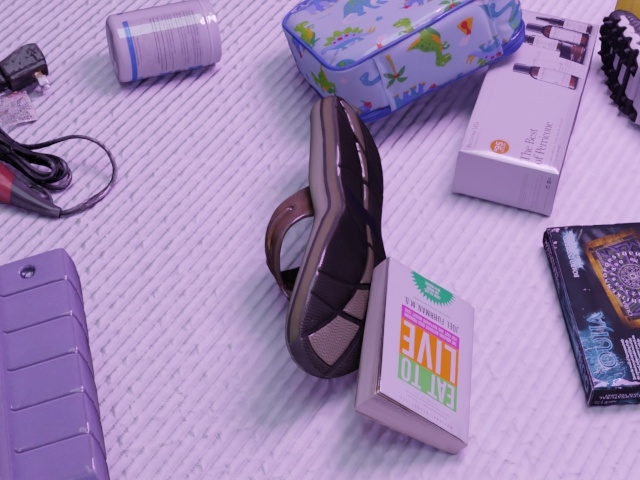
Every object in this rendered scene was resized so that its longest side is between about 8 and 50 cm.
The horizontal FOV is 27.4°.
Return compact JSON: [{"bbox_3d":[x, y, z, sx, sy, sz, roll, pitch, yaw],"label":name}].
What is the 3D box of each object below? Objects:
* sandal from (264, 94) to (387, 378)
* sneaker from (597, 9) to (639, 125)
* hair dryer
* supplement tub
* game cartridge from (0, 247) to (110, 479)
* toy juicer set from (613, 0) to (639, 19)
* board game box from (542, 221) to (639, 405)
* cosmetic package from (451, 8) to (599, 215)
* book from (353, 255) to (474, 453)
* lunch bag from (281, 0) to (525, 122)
[{"bbox_3d":[0.001,0.000,1.143,0.086,0.120,0.303,-17,41,20],"label":"sandal"},{"bbox_3d":[0.360,-0.144,1.302,0.106,0.078,0.234,-11,52,-16],"label":"sneaker"},{"bbox_3d":[-0.358,-0.094,1.224,0.293,0.080,0.224,-20,51,-19],"label":"hair dryer"},{"bbox_3d":[-0.161,-0.205,1.343,0.107,0.071,0.071,-13,48,-14],"label":"supplement tub"},{"bbox_3d":[-0.340,0.145,0.968,0.355,0.068,0.230,-17,44,-2],"label":"game cartridge"},{"bbox_3d":[0.491,-0.236,1.393,0.329,0.089,0.209,17,35,25],"label":"toy juicer set"},{"bbox_3d":[0.272,0.059,1.136,0.126,0.026,0.186,-3,47,-4],"label":"board game box"},{"bbox_3d":[0.205,-0.134,1.294,0.098,0.060,0.239,13,47,11],"label":"cosmetic package"},{"bbox_3d":[0.081,0.093,1.070,0.096,0.035,0.144,29,43,-21],"label":"book"},{"bbox_3d":[0.082,-0.216,1.312,0.219,0.090,0.176,-29,39,-9],"label":"lunch bag"}]
